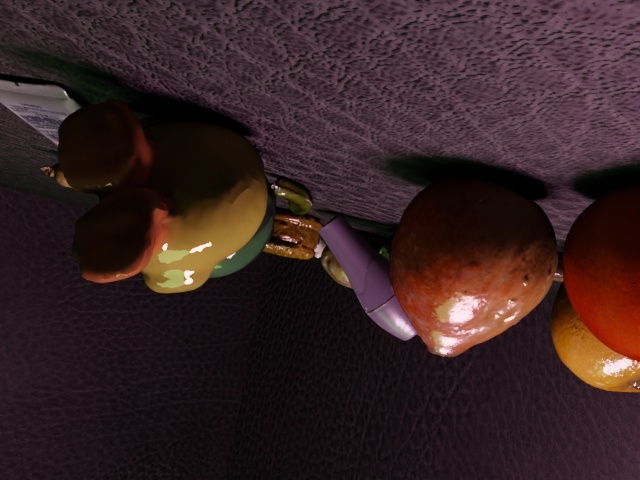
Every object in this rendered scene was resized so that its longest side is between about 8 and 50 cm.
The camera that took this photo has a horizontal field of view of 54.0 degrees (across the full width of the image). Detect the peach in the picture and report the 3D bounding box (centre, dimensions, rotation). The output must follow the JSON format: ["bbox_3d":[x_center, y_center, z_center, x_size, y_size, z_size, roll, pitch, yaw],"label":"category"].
[{"bbox_3d":[0.187,0.039,0.783,0.232,0.232,0.232,11,175,1],"label":"peach"}]

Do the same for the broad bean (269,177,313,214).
[{"bbox_3d":[-0.048,-0.076,1.114,0.069,0.039,0.227,4,173,13],"label":"broad bean"}]

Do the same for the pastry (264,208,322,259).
[{"bbox_3d":[-0.092,-0.017,1.521,0.188,0.103,0.189,11,175,1],"label":"pastry"}]

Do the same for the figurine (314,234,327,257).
[{"bbox_3d":[-0.003,0.009,1.758,0.146,0.081,0.098,13,175,-21],"label":"figurine"}]

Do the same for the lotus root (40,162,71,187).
[{"bbox_3d":[-0.491,-0.138,1.279,0.152,0.063,0.072,6,-157,-9],"label":"lotus root"}]

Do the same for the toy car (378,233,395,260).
[{"bbox_3d":[0.272,0.070,1.442,0.198,0.204,0.248,-16,-166,-38],"label":"toy car"}]

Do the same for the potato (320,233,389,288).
[{"bbox_3d":[0.123,0.061,1.653,0.251,0.159,0.174,4,-156,-31],"label":"potato"}]

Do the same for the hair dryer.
[{"bbox_3d":[0.172,0.033,1.252,0.301,0.121,0.361,52,141,-2],"label":"hair dryer"}]

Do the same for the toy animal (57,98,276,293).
[{"bbox_3d":[-0.153,-0.049,0.773,0.191,0.216,0.338,-17,172,10],"label":"toy animal"}]

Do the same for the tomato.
[{"bbox_3d":[0.375,0.042,0.650,0.260,0.180,0.260,11,167,2],"label":"tomato"}]

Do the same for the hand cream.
[{"bbox_3d":[-0.323,-0.145,0.879,0.124,0.078,0.341,11,168,11],"label":"hand cream"}]

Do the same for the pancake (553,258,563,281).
[{"bbox_3d":[0.500,0.061,1.374,0.294,0.049,0.294,9,178,0],"label":"pancake"}]

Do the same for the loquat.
[{"bbox_3d":[0.545,0.150,1.106,0.263,0.263,0.263,11,175,1],"label":"loquat"}]
